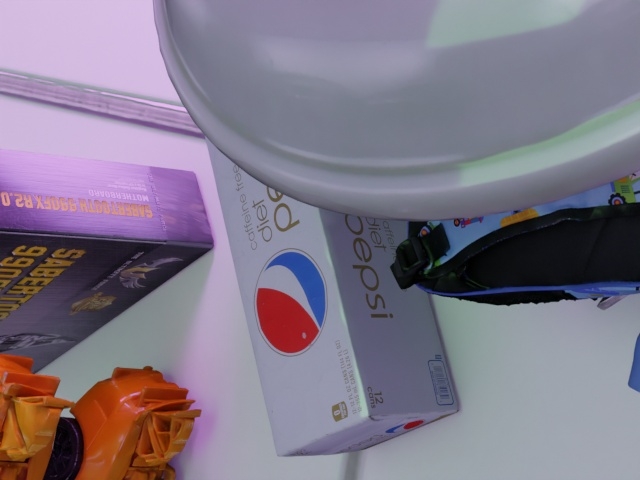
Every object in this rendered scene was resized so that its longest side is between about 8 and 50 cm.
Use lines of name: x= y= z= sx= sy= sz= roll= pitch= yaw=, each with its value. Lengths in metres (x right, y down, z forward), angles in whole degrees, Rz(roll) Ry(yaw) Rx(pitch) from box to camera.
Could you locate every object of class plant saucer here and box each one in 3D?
plant saucer: x=0.067 y=-0.205 z=0.555 sx=0.400 sy=0.100 sz=0.400 roll=-21 pitch=52 yaw=28

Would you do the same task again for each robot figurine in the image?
robot figurine: x=-0.184 y=0.210 z=0.825 sx=0.085 sy=0.211 sz=0.291 roll=26 pitch=99 yaw=40

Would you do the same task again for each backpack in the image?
backpack: x=0.123 y=-0.051 z=0.580 sx=0.173 sy=0.117 sz=0.158 roll=-4 pitch=84 yaw=46

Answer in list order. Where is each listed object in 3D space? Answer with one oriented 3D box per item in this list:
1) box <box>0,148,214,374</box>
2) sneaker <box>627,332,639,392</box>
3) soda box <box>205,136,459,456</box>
box: x=-0.208 y=0.024 z=0.869 sx=0.231 sy=0.183 sz=0.056 roll=-33 pitch=64 yaw=39
sneaker: x=0.222 y=0.025 z=0.507 sx=0.232 sy=0.081 sz=0.090 roll=0 pitch=85 yaw=39
soda box: x=0.000 y=0.000 z=0.738 sx=0.074 sy=0.069 sz=0.216 roll=-30 pitch=66 yaw=41
